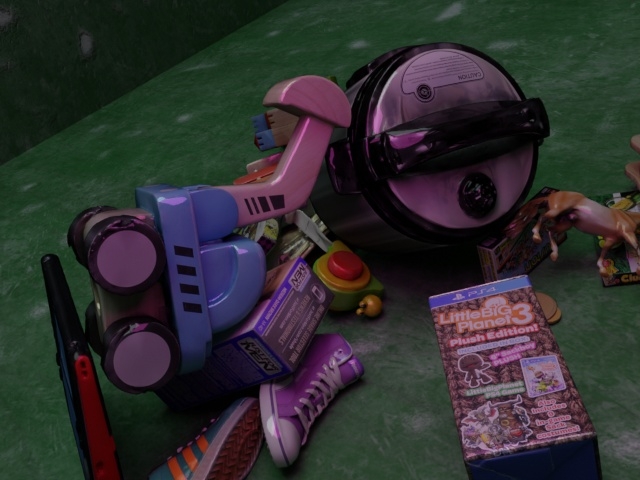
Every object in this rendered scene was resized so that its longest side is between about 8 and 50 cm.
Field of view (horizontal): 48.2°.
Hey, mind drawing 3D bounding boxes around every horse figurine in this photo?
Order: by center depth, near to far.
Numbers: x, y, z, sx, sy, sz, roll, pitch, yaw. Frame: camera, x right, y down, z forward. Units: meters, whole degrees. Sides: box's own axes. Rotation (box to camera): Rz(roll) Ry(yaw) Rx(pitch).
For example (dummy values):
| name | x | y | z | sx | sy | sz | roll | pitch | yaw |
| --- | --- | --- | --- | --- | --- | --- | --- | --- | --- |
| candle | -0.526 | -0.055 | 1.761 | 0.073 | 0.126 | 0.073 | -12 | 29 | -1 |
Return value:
| name | x | y | z | sx | sy | sz | roll | pitch | yaw |
| --- | --- | --- | --- | --- | --- | --- | --- | --- | --- |
| horse figurine | 0.455 | -0.022 | 1.231 | 0.263 | 0.066 | 0.174 | 17 | 48 | 13 |

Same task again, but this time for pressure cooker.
| name | x | y | z | sx | sy | sz | roll | pitch | yaw |
| --- | --- | --- | --- | --- | --- | --- | --- | --- | --- |
| pressure cooker | 0.194 | -0.163 | 1.334 | 0.369 | 0.375 | 0.420 | -60 | 14 | -14 |

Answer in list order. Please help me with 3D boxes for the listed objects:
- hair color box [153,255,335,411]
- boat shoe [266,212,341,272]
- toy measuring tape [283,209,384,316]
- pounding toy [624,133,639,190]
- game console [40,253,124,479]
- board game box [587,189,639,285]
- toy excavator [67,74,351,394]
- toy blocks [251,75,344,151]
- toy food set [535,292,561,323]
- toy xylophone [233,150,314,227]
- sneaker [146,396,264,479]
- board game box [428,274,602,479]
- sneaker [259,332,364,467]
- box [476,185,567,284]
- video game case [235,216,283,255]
| name | x | y | z | sx | sy | sz | roll | pitch | yaw |
| --- | --- | --- | --- | --- | --- | --- | --- | --- | --- |
| hair color box | -0.151 | 0.170 | 1.251 | 0.339 | 0.110 | 0.185 | -25 | 22 | 39 |
| boat shoe | 0.000 | 0.000 | 1.574 | 0.285 | 0.104 | 0.089 | -35 | 66 | -13 |
| toy measuring tape | -0.002 | 0.042 | 1.419 | 0.121 | 0.121 | 0.330 | -33 | 55 | -20 |
| pounding toy | 0.682 | -0.144 | 1.307 | 0.154 | 0.154 | 0.269 | -7 | 37 | -2 |
| game console | -0.400 | 0.241 | 1.181 | 0.060 | 0.342 | 0.386 | -16 | 28 | -21 |
| board game box | 0.573 | -0.012 | 1.314 | 0.136 | 0.030 | 0.259 | -10 | 32 | 20 |
| toy excavator | -0.154 | -0.024 | 1.122 | 0.445 | 0.432 | 0.222 | -11 | 11 | -25 |
| toy blocks | -0.064 | -0.324 | 1.985 | 0.261 | 0.190 | 0.381 | -13 | 8 | 24 |
| toy food set | 0.367 | 0.118 | 1.234 | 0.083 | 0.020 | 0.082 | -16 | 31 | 8 |
| toy xylophone | -0.079 | -0.135 | 1.829 | 0.236 | 0.081 | 0.322 | -26 | 32 | -10 |
| sneaker | -0.197 | 0.355 | 1.102 | 0.121 | 0.108 | 0.302 | 6 | 41 | 30 |
| board game box | 0.248 | 0.230 | 0.922 | 0.141 | 0.232 | 0.291 | -14 | 32 | 8 |
| sneaker | -0.009 | 0.243 | 1.181 | 0.161 | 0.102 | 0.282 | -11 | 32 | 10 |
| box | 0.376 | 0.001 | 1.323 | 0.207 | 0.114 | 0.036 | -37 | 35 | -25 |
| video game case | -0.159 | 0.014 | 1.559 | 0.232 | 0.042 | 0.210 | -48 | 19 | 30 |
